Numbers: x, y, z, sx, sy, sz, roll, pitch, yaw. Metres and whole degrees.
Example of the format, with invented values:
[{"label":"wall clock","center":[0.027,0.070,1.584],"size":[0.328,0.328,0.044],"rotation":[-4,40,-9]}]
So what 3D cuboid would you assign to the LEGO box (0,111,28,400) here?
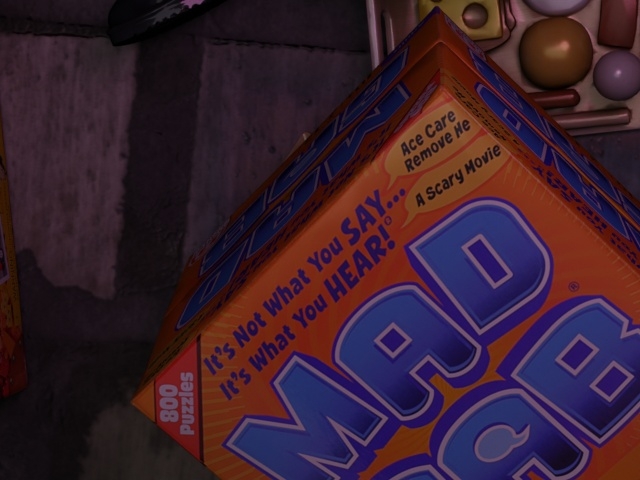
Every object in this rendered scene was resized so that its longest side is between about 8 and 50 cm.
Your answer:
[{"label":"LEGO box","center":[-0.460,-0.066,1.494],"size":[0.193,0.372,0.500],"rotation":[-4,94,11]}]

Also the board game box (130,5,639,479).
[{"label":"board game box","center":[0.107,0.069,1.355],"size":[0.356,0.356,0.356],"rotation":[42,106,-10]}]

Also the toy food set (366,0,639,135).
[{"label":"toy food set","center":[0.199,-0.206,1.499],"size":[0.306,0.092,0.220],"rotation":[-5,94,11]}]

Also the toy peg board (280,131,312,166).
[{"label":"toy peg board","center":[0.000,0.000,1.561],"size":[0.160,0.079,0.161],"rotation":[35,100,6]}]

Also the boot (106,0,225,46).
[{"label":"boot","center":[-0.145,-0.335,1.551],"size":[0.246,0.094,0.207],"rotation":[-28,93,5]}]
